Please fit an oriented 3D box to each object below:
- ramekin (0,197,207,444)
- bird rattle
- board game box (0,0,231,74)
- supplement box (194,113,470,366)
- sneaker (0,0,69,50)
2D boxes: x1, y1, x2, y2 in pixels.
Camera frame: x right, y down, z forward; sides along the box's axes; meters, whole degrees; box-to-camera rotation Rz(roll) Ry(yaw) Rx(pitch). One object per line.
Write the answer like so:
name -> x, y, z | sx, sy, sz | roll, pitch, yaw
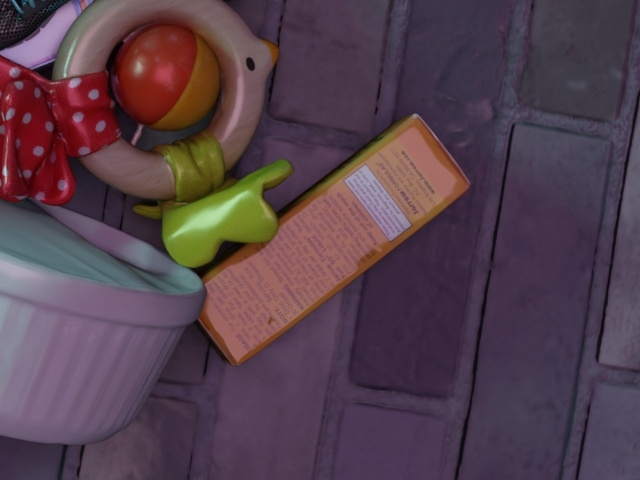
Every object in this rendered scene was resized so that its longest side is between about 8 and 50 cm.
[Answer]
ramekin -> -0.227, 0.048, 1.400 | 0.273, 0.273, 0.127 | 18, 98, -8
bird rattle -> -0.138, -0.096, 1.455 | 0.253, 0.143, 0.207 | 26, 82, -16
board game box -> -0.256, -0.281, 1.488 | 0.318, 0.066, 0.319 | -21, 93, -8
supplement box -> 0.000, 0.000, 1.520 | 0.233, 0.078, 0.080 | -39, 95, -7
sneaker -> -0.197, -0.197, 1.424 | 0.166, 0.076, 0.065 | -37, 95, -7
